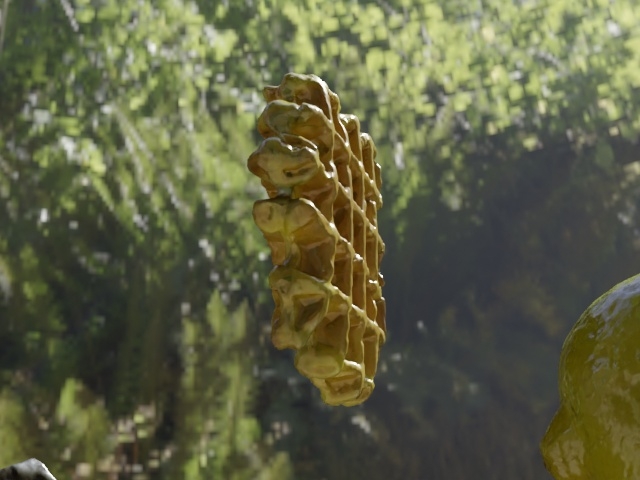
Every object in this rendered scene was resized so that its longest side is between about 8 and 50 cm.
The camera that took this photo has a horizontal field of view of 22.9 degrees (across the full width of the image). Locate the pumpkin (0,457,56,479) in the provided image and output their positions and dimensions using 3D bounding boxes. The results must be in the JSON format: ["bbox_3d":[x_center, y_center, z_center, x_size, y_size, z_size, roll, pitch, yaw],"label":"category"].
[{"bbox_3d":[-0.383,0.345,1.499,0.312,0.169,0.148,-26,-4,19],"label":"pumpkin"}]

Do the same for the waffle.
[{"bbox_3d":[-0.001,0.000,1.144,0.057,0.229,0.219,-7,-21,14],"label":"waffle"}]

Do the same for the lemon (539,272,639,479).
[{"bbox_3d":[0.259,0.098,1.004,0.249,0.184,0.184,-16,-43,-7],"label":"lemon"}]
